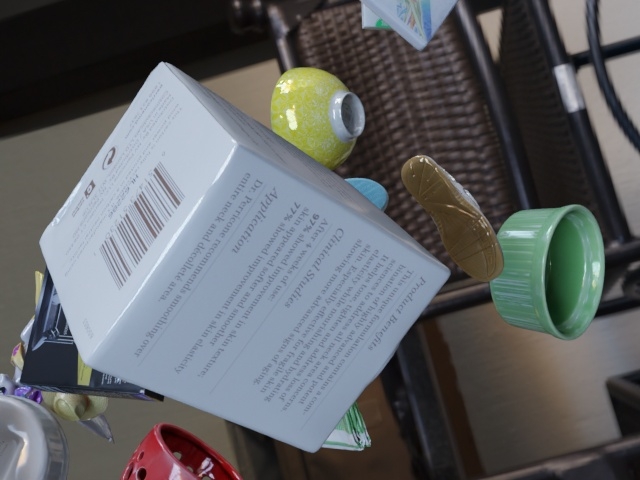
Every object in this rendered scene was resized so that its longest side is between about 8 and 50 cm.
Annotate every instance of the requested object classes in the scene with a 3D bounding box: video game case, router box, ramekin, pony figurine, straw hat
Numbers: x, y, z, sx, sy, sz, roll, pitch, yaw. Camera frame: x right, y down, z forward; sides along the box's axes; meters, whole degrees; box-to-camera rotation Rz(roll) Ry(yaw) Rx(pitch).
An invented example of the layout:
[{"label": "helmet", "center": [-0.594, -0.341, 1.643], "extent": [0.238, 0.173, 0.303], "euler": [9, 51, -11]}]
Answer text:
[{"label": "video game case", "center": [0.162, -0.602, 1.884], "extent": [0.329, 0.300, 0.036], "euler": [38, 163, -11]}, {"label": "router box", "center": [-0.370, 0.116, 1.610], "extent": [0.081, 0.243, 0.309], "euler": [49, -134, -64]}, {"label": "ramekin", "center": [0.512, 0.068, 2.092], "extent": [0.303, 0.148, 0.303], "euler": [-5, -83, -48]}, {"label": "pony figurine", "center": [-0.631, 0.303, 2.205], "extent": [0.351, 0.303, 0.363], "euler": [36, -103, -45]}, {"label": "ramekin", "center": [-0.638, 0.428, 1.781], "extent": [0.135, 0.277, 0.277], "euler": [105, 153, -72]}, {"label": "straw hat", "center": [-0.500, 0.325, 1.841], "extent": [0.061, 0.144, 0.144], "euler": [-90, -16, -60]}]

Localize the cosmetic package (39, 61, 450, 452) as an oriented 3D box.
[{"label": "cosmetic package", "center": [-0.112, 0.026, 1.272], "extent": [0.393, 0.329, 0.327], "euler": [31, -171, -36]}]

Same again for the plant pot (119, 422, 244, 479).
[{"label": "plant pot", "center": [-0.233, 0.406, 1.429], "extent": [0.191, 0.174, 0.191], "euler": [40, -179, -1]}]

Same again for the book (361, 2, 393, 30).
[{"label": "book", "center": [0.140, -0.554, 2.109], "extent": [0.035, 0.096, 0.144], "euler": [159, 109, -73]}]

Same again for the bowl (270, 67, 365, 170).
[{"label": "bowl", "center": [0.020, -0.310, 2.361], "extent": [0.289, 0.156, 0.289], "euler": [9, -101, -55]}]

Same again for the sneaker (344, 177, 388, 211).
[{"label": "sneaker", "center": [0.000, 0.000, 1.934], "extent": [0.127, 0.319, 0.208], "euler": [59, 172, 24]}]

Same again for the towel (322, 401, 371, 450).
[{"label": "towel", "center": [-0.018, 0.295, 1.983], "extent": [0.248, 0.038, 0.325], "euler": [-18, 93, 59]}]

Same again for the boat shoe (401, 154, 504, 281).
[{"label": "boat shoe", "center": [0.264, -0.051, 1.764], "extent": [0.277, 0.098, 0.096], "euler": [57, -157, 1]}]
